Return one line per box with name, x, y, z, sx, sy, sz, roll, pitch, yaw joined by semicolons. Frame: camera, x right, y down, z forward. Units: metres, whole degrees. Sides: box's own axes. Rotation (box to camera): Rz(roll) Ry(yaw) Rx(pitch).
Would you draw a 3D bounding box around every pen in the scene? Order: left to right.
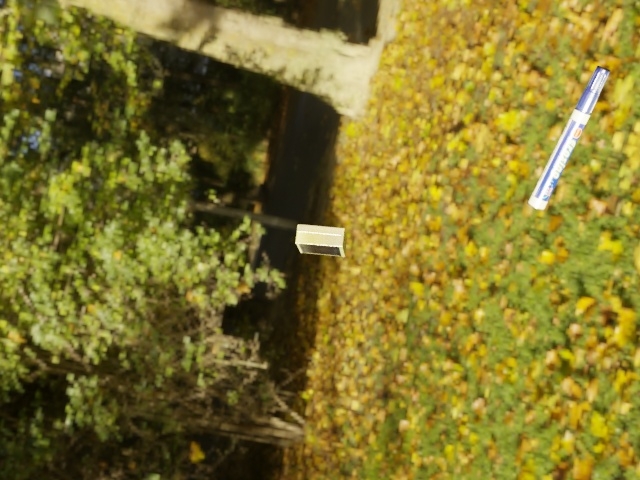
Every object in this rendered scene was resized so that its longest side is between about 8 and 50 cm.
pen;0.325;-0.132;1.164;0.025;0.025;0.204;-95;25;-66

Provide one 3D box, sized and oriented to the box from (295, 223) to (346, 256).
box;0.000;0.000;1.484;0.079;0.083;0.035;67;-152;-76
